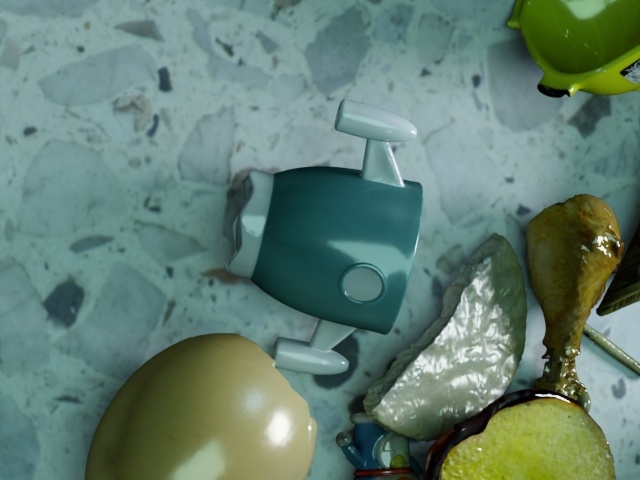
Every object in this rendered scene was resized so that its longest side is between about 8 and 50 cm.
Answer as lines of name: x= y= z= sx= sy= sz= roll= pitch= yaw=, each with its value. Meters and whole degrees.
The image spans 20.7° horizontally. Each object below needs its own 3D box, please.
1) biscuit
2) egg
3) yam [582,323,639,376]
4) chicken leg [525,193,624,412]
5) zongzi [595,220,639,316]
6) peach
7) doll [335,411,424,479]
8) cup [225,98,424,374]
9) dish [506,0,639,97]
biscuit: x=0.149 y=0.123 z=1.825 sx=0.250 sy=0.032 sz=0.133 roll=-51 pitch=121 yaw=-23
egg: x=-0.122 y=0.211 z=1.689 sx=0.201 sy=0.201 sz=0.244 roll=51 pitch=58 yaw=-11
yam: x=0.318 y=0.119 z=1.902 sx=0.107 sy=0.014 sz=0.014 roll=36 pitch=83 yaw=-13
chicken leg: x=0.260 y=0.073 z=1.844 sx=0.087 sy=0.107 sz=0.251 roll=0 pitch=101 yaw=-19
zongzi: x=0.367 y=-0.071 z=1.866 sx=0.241 sy=0.111 sz=0.247 roll=-21 pitch=92 yaw=-8
peach: x=0.211 y=0.241 z=1.838 sx=0.279 sy=0.068 sz=0.189 roll=34 pitch=96 yaw=-37
doll: x=0.066 y=0.250 z=1.806 sx=0.114 sy=0.085 sz=0.152 roll=3 pitch=80 yaw=-34
cup: x=0.000 y=0.000 z=1.742 sx=0.173 sy=0.167 sz=0.299 roll=13 pitch=114 yaw=-6
dish: x=0.338 y=-0.233 z=1.802 sx=0.262 sy=0.221 sz=0.108 roll=-34 pitch=128 yaw=14
